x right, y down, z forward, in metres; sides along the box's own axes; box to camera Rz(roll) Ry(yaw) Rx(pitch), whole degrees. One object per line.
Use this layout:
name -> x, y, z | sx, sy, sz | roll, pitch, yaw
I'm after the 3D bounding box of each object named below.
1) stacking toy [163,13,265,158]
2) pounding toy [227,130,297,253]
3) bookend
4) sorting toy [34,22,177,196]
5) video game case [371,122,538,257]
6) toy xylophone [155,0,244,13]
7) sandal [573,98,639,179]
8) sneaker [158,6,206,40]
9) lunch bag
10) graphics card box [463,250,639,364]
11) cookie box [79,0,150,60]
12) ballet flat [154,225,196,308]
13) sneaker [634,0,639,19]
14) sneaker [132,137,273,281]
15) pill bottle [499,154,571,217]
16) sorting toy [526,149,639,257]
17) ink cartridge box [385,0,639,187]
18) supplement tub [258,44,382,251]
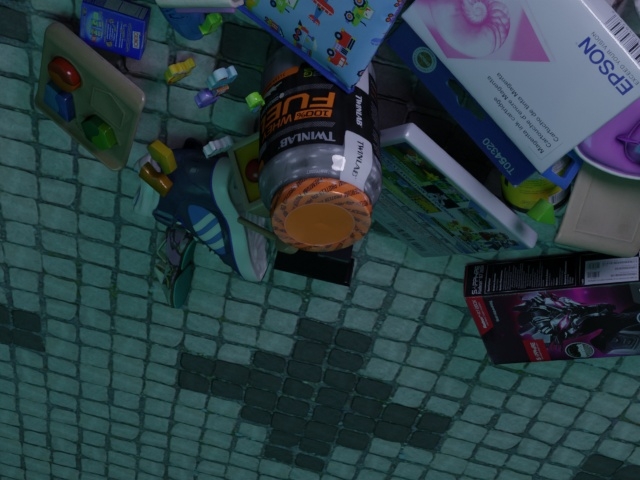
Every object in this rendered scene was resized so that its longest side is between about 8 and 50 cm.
stacking toy -> -0.175, -0.249, 1.735 | 0.167, 0.052, 0.221 | 62, 151, 6
pounding toy -> -0.091, -0.079, 1.861 | 0.181, 0.206, 0.094 | -23, 163, 21
bookend -> 0.000, 0.000, 2.066 | 0.156, 0.072, 0.157 | 13, 139, -1
sorting toy -> -0.373, -0.209, 1.851 | 0.307, 0.041, 0.229 | 40, 145, 3
video game case -> 0.172, -0.078, 1.876 | 0.329, 0.036, 0.300 | 38, 157, -26
toy xylophone -> -0.217, -0.468, 1.519 | 0.236, 0.081, 0.323 | 9, 125, 7
sandal -> 0.595, -0.152, 1.654 | 0.416, 0.102, 0.169 | 9, 108, -10
sneaker -> -0.242, -0.386, 1.681 | 0.069, 0.082, 0.209 | -5, 138, 18
lunch bag -> -0.018, -0.396, 1.581 | 0.293, 0.138, 0.221 | 31, 139, -2
graphics card box -> 0.483, 0.132, 2.070 | 0.371, 0.094, 0.233 | -7, 136, 21
cookie box -> -0.341, -0.356, 1.771 | 0.107, 0.040, 0.092 | 17, 141, -3
ballet flat -> -0.305, 0.048, 2.217 | 0.079, 0.077, 0.221 | 28, 136, 11
sneaker -> 0.553, -0.332, 1.510 | 0.212, 0.094, 0.080 | -2, 136, 17
sneaker -> -0.235, -0.053, 2.043 | 0.236, 0.130, 0.323 | 7, 144, 20
pill bottle -> 0.351, -0.147, 1.761 | 0.119, 0.119, 0.208 | 1, 138, 15
sorting toy -> 0.483, -0.074, 1.779 | 0.347, 0.047, 0.196 | 10, 107, -28
ink cartridge box -> 0.279, -0.267, 1.581 | 0.324, 0.071, 0.330 | 48, 134, 1
supplement tub -> -0.001, -0.151, 1.683 | 0.193, 0.316, 0.193 | -1, 143, -1
